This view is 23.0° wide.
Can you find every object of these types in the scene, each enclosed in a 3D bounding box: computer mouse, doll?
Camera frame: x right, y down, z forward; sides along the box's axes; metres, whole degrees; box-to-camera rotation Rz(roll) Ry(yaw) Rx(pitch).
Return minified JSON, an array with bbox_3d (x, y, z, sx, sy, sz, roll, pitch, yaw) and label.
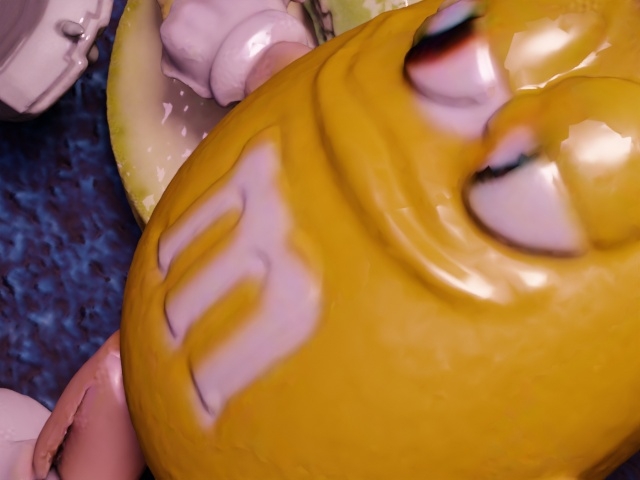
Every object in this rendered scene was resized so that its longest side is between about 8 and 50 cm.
[{"bbox_3d":[-0.143,-0.100,0.759,0.182,0.056,0.089,14,81,54],"label":"computer mouse"},{"bbox_3d":[-0.013,0.035,0.629,0.348,0.161,0.423,25,87,39],"label":"doll"}]

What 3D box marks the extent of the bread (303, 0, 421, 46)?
[{"bbox_3d":[0.120,-0.166,0.705,0.301,0.045,0.301,-1,85,10],"label":"bread"}]

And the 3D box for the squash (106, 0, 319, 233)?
[{"bbox_3d":[0.021,-0.068,0.759,0.252,0.049,0.252,-2,76,7],"label":"squash"}]
